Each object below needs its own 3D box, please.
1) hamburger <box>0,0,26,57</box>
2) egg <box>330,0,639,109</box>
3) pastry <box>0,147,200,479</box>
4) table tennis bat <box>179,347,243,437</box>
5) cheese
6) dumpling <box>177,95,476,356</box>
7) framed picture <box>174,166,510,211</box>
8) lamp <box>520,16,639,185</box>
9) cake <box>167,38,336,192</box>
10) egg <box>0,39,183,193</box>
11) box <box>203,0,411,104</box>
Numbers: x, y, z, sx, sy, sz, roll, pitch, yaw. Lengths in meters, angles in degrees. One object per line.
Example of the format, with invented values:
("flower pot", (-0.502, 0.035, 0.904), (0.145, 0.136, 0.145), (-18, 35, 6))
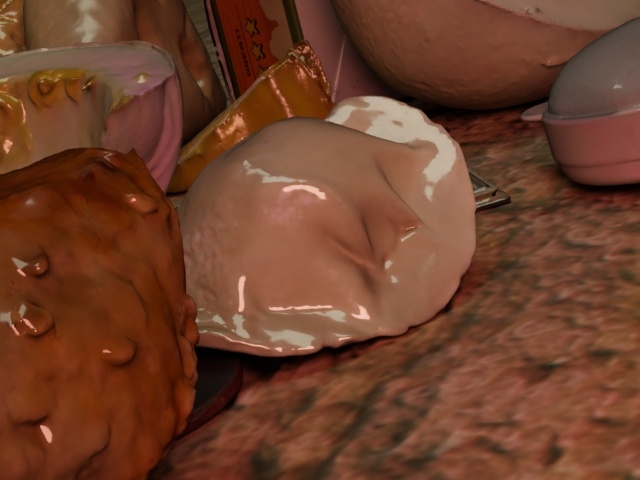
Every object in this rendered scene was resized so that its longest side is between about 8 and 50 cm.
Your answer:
("hamburger", (-0.351, -0.115, 1.366), (0.209, 0.162, 0.330), (12, 51, 41))
("egg", (0.126, -0.225, 1.254), (0.337, 0.201, 0.337), (15, 38, -12))
("pastry", (-0.187, 0.078, 0.606), (0.255, 0.162, 0.311), (-1, 23, 44))
("table tennis bat", (-0.156, 0.078, 0.827), (0.173, 0.022, 0.301), (-22, 19, -22))
("cheese", (-0.216, -0.221, 1.312), (0.129, 0.351, 0.328), (-18, 18, 13))
("dumpling", (-0.003, 0.002, 0.811), (0.166, 0.126, 0.216), (29, 29, 29))
("framed picture", (-0.026, -0.021, 1.053), (0.296, 0.019, 0.232), (-17, 16, -7))
("lamp", (0.245, -0.098, 0.911), (0.179, 0.108, 0.246), (-23, 18, -11))
("cake", (-0.074, -0.111, 1.244), (0.185, 0.116, 0.080), (-5, 16, 18))
("egg", (-0.214, -0.040, 1.025), (0.271, 0.162, 0.206), (-13, 26, 4))
("box", (0.010, -0.220, 1.407), (0.195, 0.177, 0.148), (-26, 20, -35))
